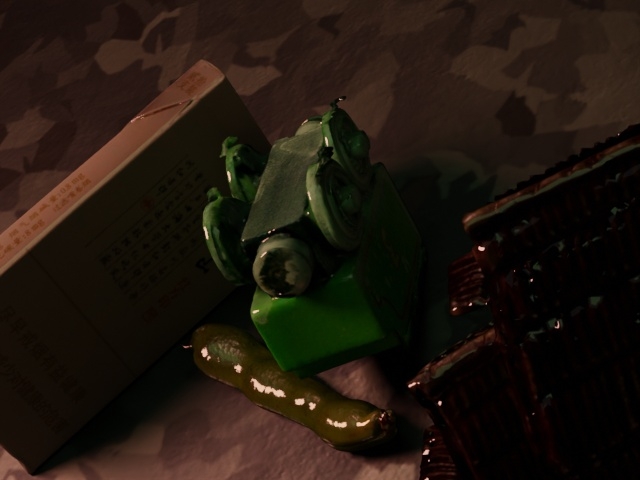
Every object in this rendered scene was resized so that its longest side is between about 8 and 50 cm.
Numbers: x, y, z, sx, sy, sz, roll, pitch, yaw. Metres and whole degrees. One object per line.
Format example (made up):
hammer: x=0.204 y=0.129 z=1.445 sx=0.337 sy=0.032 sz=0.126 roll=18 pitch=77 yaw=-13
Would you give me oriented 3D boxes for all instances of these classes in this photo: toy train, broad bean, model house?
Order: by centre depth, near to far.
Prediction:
model house: x=0.174 y=0.052 z=1.377 sx=0.317 sy=0.282 sz=0.297 roll=-28 pitch=42 yaw=5
toy train: x=0.000 y=0.000 z=1.580 sx=0.132 sy=0.188 sz=0.243 roll=-21 pitch=23 yaw=19
broad bean: x=-0.027 y=0.128 z=1.606 sx=0.052 sy=0.052 sz=0.256 roll=-28 pitch=35 yaw=-34

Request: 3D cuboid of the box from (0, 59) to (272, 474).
box: x=-0.186 y=0.026 z=1.683 sx=0.365 sy=0.204 sz=0.051 roll=-42 pitch=43 yaw=-9
